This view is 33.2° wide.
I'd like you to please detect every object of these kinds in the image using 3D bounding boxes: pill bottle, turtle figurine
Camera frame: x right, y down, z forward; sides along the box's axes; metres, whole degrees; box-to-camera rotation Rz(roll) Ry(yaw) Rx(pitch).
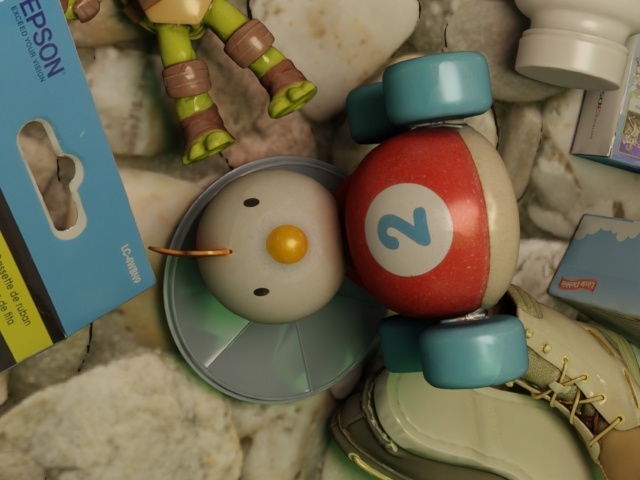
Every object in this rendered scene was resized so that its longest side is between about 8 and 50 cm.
[{"bbox_3d":[0.232,-0.244,0.902,0.124,0.124,0.222,12,91,-27],"label":"pill bottle"},{"bbox_3d":[-0.112,-0.167,0.764,0.269,0.087,0.217,-29,92,-15],"label":"turtle figurine"}]

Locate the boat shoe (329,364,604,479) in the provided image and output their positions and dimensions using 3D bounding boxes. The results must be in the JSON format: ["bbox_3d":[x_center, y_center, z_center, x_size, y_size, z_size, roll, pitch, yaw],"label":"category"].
[{"bbox_3d":[0.146,0.191,0.939,0.305,0.091,0.109,27,46,-29],"label":"boat shoe"}]

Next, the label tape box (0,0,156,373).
[{"bbox_3d":[-0.296,-0.003,0.625,0.347,0.115,0.249,-30,137,-19],"label":"label tape box"}]

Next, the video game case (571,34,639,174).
[{"bbox_3d":[0.383,-0.169,1.021,0.269,0.061,0.244,12,90,-27],"label":"video game case"}]

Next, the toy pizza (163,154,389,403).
[{"bbox_3d":[-0.032,0.032,0.863,0.201,0.032,0.201,-4,99,-25],"label":"toy pizza"}]

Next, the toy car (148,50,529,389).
[{"bbox_3d":[0.000,0.000,0.756,0.237,0.210,0.219,-9,91,-12],"label":"toy car"}]

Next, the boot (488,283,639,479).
[{"bbox_3d":[0.214,0.132,0.914,0.165,0.213,0.077,28,121,-25],"label":"boot"}]

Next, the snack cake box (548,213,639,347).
[{"bbox_3d":[0.343,0.057,0.919,0.152,0.264,0.089,30,83,-26],"label":"snack cake box"}]
